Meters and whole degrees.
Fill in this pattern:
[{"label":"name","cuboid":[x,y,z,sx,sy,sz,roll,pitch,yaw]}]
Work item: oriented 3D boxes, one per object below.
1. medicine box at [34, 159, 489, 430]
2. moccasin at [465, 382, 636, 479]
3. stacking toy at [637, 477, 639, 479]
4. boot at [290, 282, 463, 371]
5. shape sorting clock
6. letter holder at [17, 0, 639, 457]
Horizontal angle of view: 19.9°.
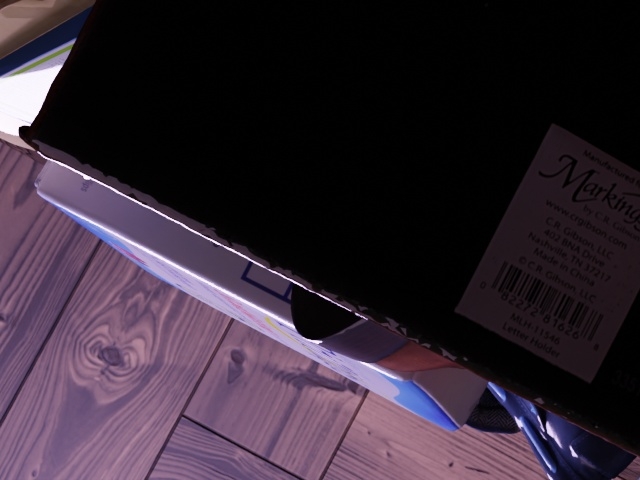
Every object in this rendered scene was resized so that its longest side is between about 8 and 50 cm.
[{"label":"medicine box","cuboid":[-0.010,-0.007,1.284,0.289,0.149,0.263,27,174,16]},{"label":"moccasin","cuboid":[0.141,0.099,1.484,0.137,0.117,0.342,33,-177,-25]},{"label":"stacking toy","cuboid":[0.374,0.239,1.308,0.309,0.130,0.279,31,171,0]},{"label":"boot","cuboid":[0.168,0.038,1.034,0.280,0.096,0.264,17,145,-37]},{"label":"shape sorting clock","cuboid":[-0.112,-0.100,1.061,0.206,0.040,0.206,-2,158,-1]},{"label":"letter holder","cuboid":[0.043,-0.037,0.747,0.302,0.152,0.214,27,177,-12]}]
